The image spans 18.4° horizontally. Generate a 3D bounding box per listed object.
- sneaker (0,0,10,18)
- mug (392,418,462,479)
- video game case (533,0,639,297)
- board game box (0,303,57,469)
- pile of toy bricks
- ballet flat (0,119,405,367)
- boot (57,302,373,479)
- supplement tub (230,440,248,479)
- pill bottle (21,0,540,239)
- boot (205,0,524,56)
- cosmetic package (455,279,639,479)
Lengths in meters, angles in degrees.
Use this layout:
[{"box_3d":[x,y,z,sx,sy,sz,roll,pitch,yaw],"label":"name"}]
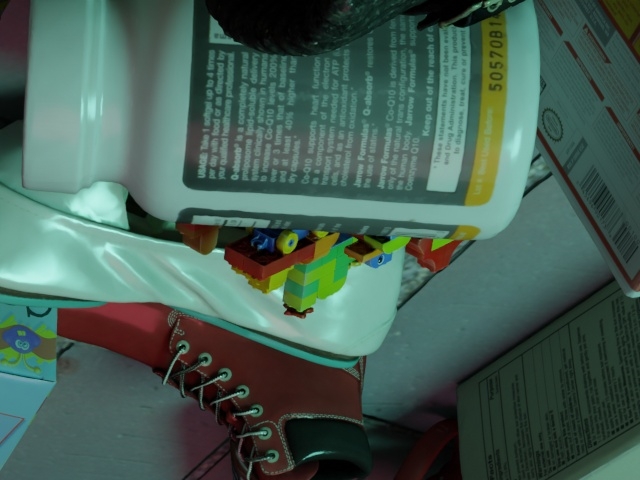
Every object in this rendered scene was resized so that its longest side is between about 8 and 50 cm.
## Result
[{"box_3d":[-0.207,-0.143,1.104,0.107,0.110,0.275,10,141,-18],"label":"sneaker"},{"box_3d":[0.081,0.236,1.603,0.113,0.150,0.169,-26,177,42],"label":"mug"},{"box_3d":[0.190,-0.129,1.093,0.025,0.204,0.285,-12,149,-29],"label":"video game case"},{"box_3d":[-0.295,0.099,1.393,0.144,0.142,0.275,13,140,-22],"label":"board game box"},{"box_3d":[0.000,0.000,1.247,0.212,0.118,0.105,-24,132,-44],"label":"pile of toy bricks"},{"box_3d":[-0.114,-0.019,1.289,0.400,0.139,0.139,14,140,-29],"label":"ballet flat"},{"box_3d":[-0.081,0.102,1.394,0.244,0.176,0.088,9,143,-15],"label":"boot"},{"box_3d":[-0.018,0.207,1.599,0.106,0.106,0.198,-4,143,-1],"label":"supplement tub"},{"box_3d":[-0.026,-0.086,1.118,0.278,0.162,0.162,4,143,-8],"label":"pill bottle"},{"box_3d":[0.106,-0.181,0.924,0.260,0.131,0.348,-10,172,-28],"label":"boot"},{"box_3d":[0.249,0.122,1.477,0.129,0.153,0.296,25,136,-32],"label":"cosmetic package"}]
